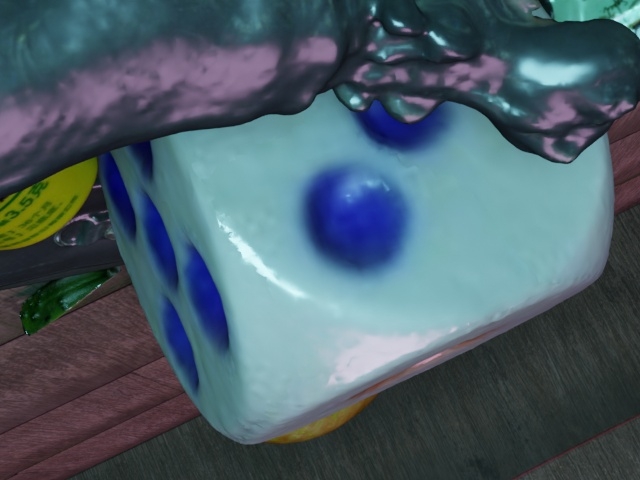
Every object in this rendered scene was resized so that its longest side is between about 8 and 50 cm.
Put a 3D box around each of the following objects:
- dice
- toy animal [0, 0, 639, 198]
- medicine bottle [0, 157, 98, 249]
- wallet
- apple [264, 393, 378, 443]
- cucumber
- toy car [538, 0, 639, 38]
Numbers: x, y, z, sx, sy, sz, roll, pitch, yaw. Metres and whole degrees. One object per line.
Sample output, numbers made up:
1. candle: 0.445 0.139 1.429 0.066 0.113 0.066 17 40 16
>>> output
1. dice: 0.011 -0.035 0.619 0.259 0.251 0.243 -20 168 -24
2. toy animal: -0.034 -0.106 0.406 0.343 0.168 0.106 -6 160 -16
3. medicine bottle: -0.216 -0.053 0.495 0.111 0.076 0.309 -28 166 6
4. wallet: -0.186 -0.016 0.781 0.245 0.052 0.168 -15 160 -32
5. apple: -0.046 0.098 1.083 0.246 0.246 0.226 -19 174 -28
6. cucumber: -0.239 0.046 0.946 0.107 0.035 0.067 -32 -176 23
7. toy car: 0.263 -0.187 0.788 0.305 0.125 0.136 -29 167 22
